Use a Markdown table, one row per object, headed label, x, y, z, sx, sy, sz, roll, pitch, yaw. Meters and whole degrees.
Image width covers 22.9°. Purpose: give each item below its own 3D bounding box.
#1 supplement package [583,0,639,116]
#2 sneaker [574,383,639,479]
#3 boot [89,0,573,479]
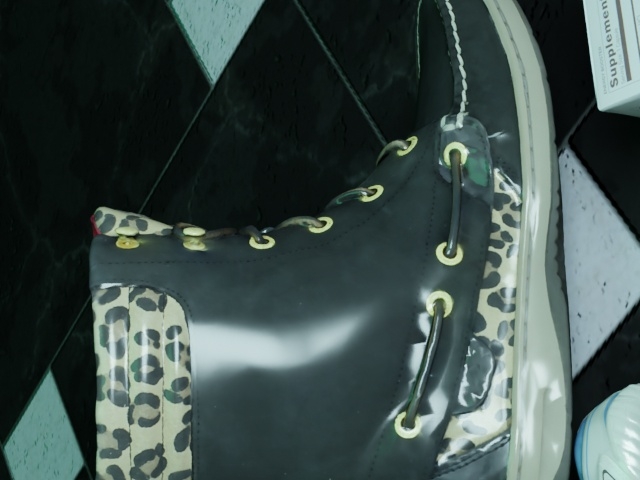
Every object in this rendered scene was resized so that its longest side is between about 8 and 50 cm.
| label | x | y | z | sx | sy | sz | roll | pitch | yaw |
| --- | --- | --- | --- | --- | --- | --- | --- | --- | --- |
| supplement package | 0.266 | -0.154 | 0.807 | 0.244 | 0.139 | 0.134 | -21 | 68 | 48 |
| sneaker | 0.206 | 0.197 | 0.881 | 0.086 | 0.085 | 0.237 | 111 | 147 | -60 |
| boot | 0.000 | 0.000 | 0.986 | 0.138 | 0.284 | 0.377 | 105 | 163 | -70 |
